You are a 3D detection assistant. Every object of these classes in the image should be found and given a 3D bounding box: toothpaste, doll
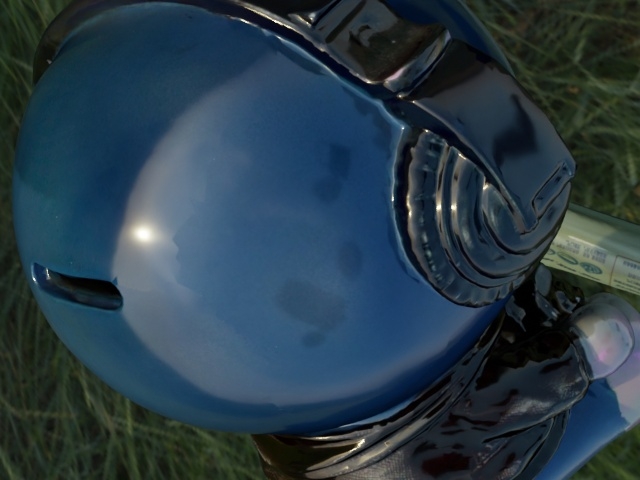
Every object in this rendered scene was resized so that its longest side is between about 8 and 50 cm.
[{"bbox_3d":[0.192,0.005,0.854,0.069,0.268,0.047,71,41,-62],"label":"toothpaste"},{"bbox_3d":[0.000,0.000,0.555,0.240,0.284,0.310,-49,128,-31],"label":"doll"}]
